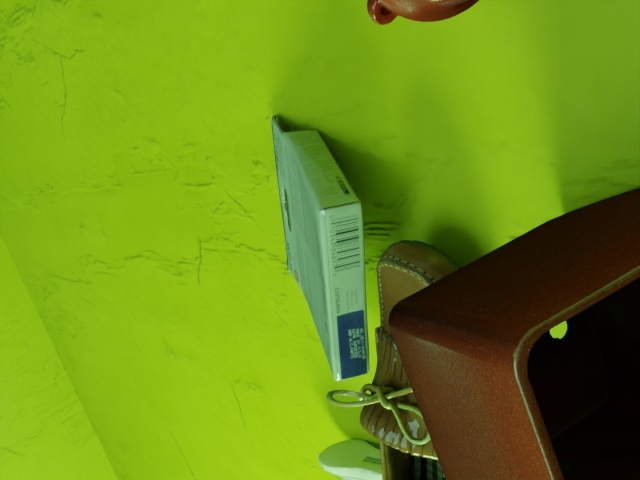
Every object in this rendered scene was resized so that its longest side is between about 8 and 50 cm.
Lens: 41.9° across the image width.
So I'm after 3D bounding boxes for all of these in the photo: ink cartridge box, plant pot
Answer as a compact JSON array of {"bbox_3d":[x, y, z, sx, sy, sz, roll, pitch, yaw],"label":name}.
[{"bbox_3d":[0.000,0.000,0.919,0.224,0.045,0.223,-117,18,-54],"label":"ink cartridge box"},{"bbox_3d":[0.201,0.107,0.582,0.236,0.267,0.267,10,124,66],"label":"plant pot"}]

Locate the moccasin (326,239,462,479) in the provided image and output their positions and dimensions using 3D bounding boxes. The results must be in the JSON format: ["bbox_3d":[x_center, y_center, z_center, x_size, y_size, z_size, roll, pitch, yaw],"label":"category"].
[{"bbox_3d":[0.099,0.173,0.854,0.139,0.147,0.380,31,138,39],"label":"moccasin"}]

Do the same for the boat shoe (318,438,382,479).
[{"bbox_3d":[0.070,0.306,1.093,0.184,0.066,0.063,-7,109,46],"label":"boat shoe"}]

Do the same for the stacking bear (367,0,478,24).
[{"bbox_3d":[0.080,-0.271,0.528,0.164,0.175,0.289,37,149,29],"label":"stacking bear"}]
